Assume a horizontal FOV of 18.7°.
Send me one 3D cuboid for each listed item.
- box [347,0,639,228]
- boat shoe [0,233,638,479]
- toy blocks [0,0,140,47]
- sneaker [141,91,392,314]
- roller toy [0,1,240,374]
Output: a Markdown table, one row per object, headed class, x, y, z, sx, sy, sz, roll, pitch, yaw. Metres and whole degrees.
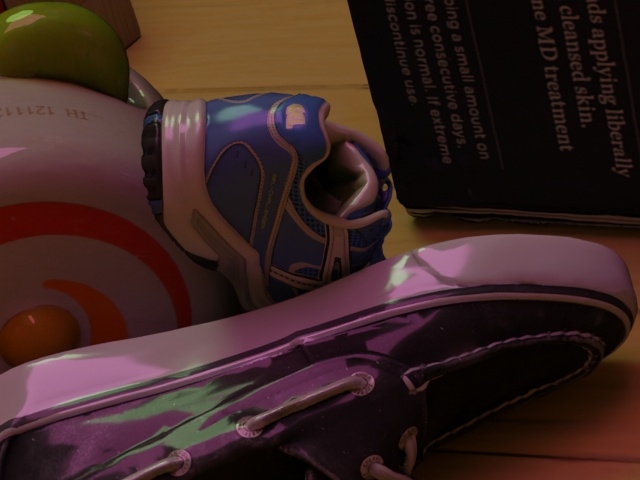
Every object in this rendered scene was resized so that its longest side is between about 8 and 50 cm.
| class | x | y | z | sx | sy | sz | roll | pitch | yaw |
| --- | --- | --- | --- | --- | --- | --- | --- | --- | --- |
| box | 0.306 | -0.249 | 1.004 | 0.471 | 0.297 | 0.480 | 5 | 41 | 25 |
| boat shoe | 0.002 | 0.082 | 0.843 | 0.301 | 0.108 | 0.102 | -13 | 55 | -9 |
| toy blocks | -0.267 | -0.161 | 1.147 | 0.190 | 0.261 | 0.381 | 14 | 46 | 36 |
| sneaker | 0.000 | 0.000 | 0.874 | 0.081 | 0.211 | 0.080 | -12 | 63 | 20 |
| roller toy | -0.139 | 0.014 | 0.917 | 0.191 | 0.209 | 0.146 | -30 | 36 | 3 |
